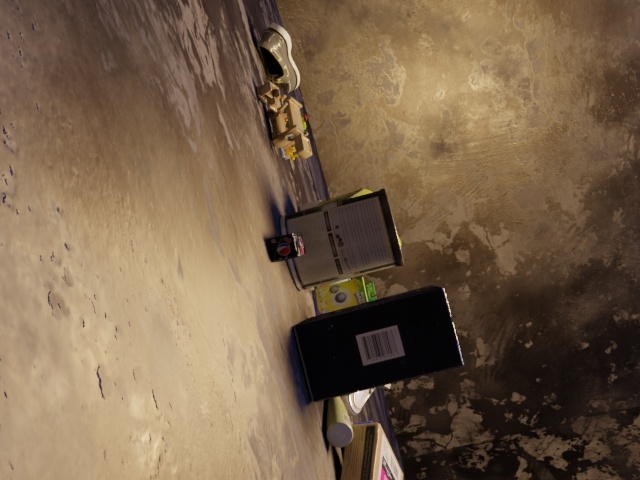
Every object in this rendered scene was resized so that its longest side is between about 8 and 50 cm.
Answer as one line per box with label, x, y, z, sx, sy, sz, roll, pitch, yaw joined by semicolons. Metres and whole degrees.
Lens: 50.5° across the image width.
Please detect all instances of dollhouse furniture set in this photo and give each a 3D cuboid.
dollhouse furniture set;-0.123;-0.321;1.903;0.161;0.101;0.182;27;44;-50

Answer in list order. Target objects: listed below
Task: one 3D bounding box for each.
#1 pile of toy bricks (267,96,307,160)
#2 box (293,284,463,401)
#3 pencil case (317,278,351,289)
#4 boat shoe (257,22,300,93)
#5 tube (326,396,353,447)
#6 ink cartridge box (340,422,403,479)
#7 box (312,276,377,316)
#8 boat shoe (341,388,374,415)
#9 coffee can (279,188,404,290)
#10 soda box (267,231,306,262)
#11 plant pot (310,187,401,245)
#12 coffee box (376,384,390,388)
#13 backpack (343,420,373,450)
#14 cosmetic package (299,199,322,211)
pile of toy bricks;-0.089;-0.355;2.083;0.118;0.105;0.212;-75;151;-79
box;0.137;0.232;1.605;0.312;0.343;0.179;34;42;-83
pencil case;0.076;0.236;2.123;0.113;0.124;0.273;28;-32;44
boat shoe;-0.141;-0.576;2.219;0.109;0.091;0.305;33;-16;19
tube;0.041;0.429;1.650;0.070;0.062;0.240;-63;-176;6
ink cartridge box;0.127;0.587;1.632;0.193;0.088;0.235;-79;153;-48
box;0.072;0.172;1.955;0.043;0.179;0.105;70;8;-52
boat shoe;0.142;0.428;2.103;0.096;0.088;0.267;58;34;-19
coffee can;0.055;-0.001;1.722;0.201;0.275;0.202;-14;90;-85
soda box;-0.072;0.013;1.509;0.169;0.060;0.053;-25;102;-85
plant pot;0.070;-0.018;1.957;0.228;0.227;0.207;-35;106;-57
coffee box;0.192;0.365;2.321;0.141;0.098;0.247;36;62;-31
backpack;0.112;0.549;1.798;0.098;0.101;0.120;-95;174;-50
cosmetic package;0.000;0.000;2.194;0.117;0.085;0.231;-97;170;-53
